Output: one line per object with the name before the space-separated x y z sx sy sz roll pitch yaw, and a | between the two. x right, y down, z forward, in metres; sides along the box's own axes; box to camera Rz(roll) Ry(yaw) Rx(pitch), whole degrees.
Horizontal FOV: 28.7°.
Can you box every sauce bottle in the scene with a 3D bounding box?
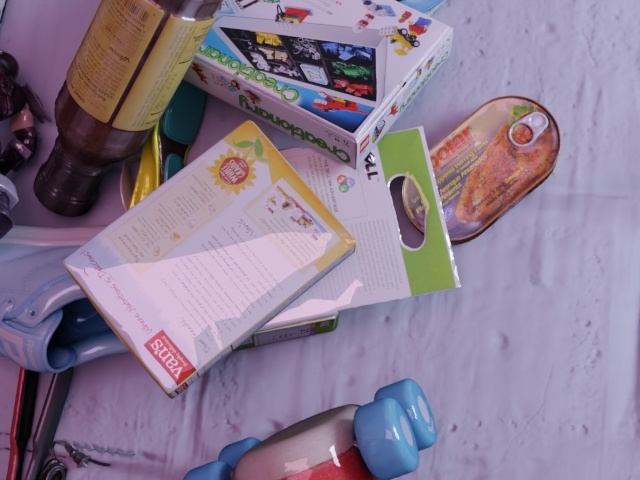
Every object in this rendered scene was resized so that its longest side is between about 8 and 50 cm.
sauce bottle | -0.210 -0.162 1.299 0.111 0.111 0.344 49 127 15

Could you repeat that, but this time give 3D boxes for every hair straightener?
hair straightener | -0.295 0.240 1.337 0.089 0.047 0.230 8 79 10

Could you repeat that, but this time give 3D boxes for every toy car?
toy car | 0.024 0.287 1.213 0.219 0.210 0.238 -23 87 13

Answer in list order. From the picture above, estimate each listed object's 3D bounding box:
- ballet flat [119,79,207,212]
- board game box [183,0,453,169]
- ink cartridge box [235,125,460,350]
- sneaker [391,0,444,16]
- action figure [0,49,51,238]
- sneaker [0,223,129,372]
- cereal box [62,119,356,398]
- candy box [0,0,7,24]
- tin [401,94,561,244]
ballet flat | -0.181 -0.103 1.390 0.077 0.077 0.231 2 79 25
board game box | -0.036 -0.219 1.355 0.305 0.053 0.193 29 61 19
ink cartridge box | 0.000 0.000 1.327 0.255 0.097 0.189 -11 75 -5
sneaker | 0.139 -0.301 1.384 0.162 0.073 0.063 -42 75 -5
action figure | -0.375 -0.119 1.339 0.099 0.185 0.285 -30 38 26
sneaker | -0.315 0.071 1.308 0.366 0.135 0.150 -10 35 6
cereal box | -0.109 0.017 1.245 0.240 0.047 0.173 -38 80 -10
candy box | -0.462 -0.252 1.462 0.159 0.071 0.233 10 80 11
tin | 0.173 -0.075 1.348 0.189 0.040 0.106 -39 79 -2
